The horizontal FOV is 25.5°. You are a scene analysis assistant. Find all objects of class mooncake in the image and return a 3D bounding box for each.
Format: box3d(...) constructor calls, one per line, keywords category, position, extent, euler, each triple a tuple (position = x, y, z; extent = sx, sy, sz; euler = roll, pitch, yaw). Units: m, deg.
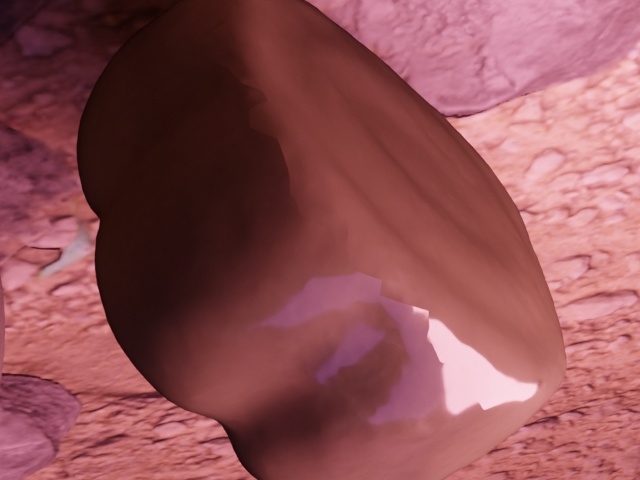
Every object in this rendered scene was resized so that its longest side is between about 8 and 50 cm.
box3d(category="mooncake", position=(0.000, 0.000, 0.681), extent=(0.135, 0.275, 0.275), euler=(-38, 144, 23))

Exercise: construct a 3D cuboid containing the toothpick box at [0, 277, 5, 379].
box3d(category="toothpick box", position=(-0.328, 0.053, 0.651), extent=(0.316, 0.229, 0.229), euler=(16, 138, -41))
